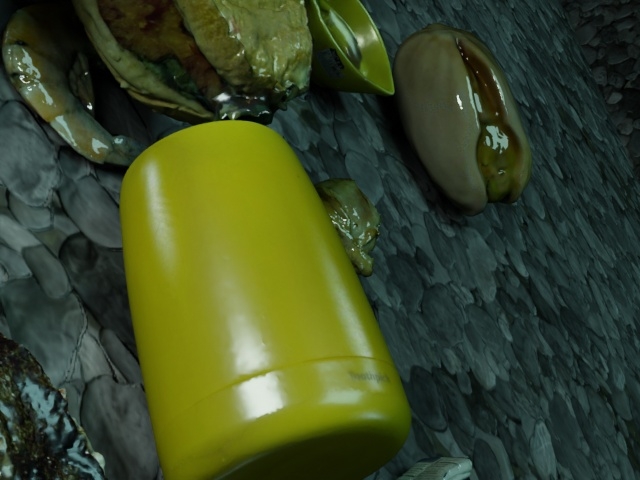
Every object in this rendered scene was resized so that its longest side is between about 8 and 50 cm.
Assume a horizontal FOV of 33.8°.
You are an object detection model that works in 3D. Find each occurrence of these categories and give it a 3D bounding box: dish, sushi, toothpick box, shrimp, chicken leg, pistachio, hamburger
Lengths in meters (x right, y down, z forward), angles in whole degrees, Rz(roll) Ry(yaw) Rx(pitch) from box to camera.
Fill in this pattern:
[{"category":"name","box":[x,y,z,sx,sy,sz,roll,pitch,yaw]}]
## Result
[{"category":"dish","box":[0.009,-0.254,1.325,0.208,0.080,0.149,56,29,-12]},{"category":"sushi","box":[-0.170,0.127,0.563,0.150,0.090,0.078,61,28,0]},{"category":"toothpick box","box":[-0.055,0.047,0.771,0.175,0.175,0.271,24,39,-52]},{"category":"shrimp","box":[-0.173,-0.128,0.891,0.217,0.051,0.150,-7,72,-55]},{"category":"chicken leg","box":[0.000,0.000,1.023,0.227,0.088,0.103,-44,115,-68]},{"category":"pistachio","box":[0.191,-0.174,1.505,0.166,0.197,0.288,-13,83,-20]},{"category":"hamburger","box":[-0.115,-0.231,0.869,0.211,0.132,0.309,23,54,-48]}]

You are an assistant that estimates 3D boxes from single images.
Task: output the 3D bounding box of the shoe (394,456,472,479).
[{"category":"shoe","box":[0.101,0.251,0.976,0.143,0.063,0.071,-22,101,-60]}]
